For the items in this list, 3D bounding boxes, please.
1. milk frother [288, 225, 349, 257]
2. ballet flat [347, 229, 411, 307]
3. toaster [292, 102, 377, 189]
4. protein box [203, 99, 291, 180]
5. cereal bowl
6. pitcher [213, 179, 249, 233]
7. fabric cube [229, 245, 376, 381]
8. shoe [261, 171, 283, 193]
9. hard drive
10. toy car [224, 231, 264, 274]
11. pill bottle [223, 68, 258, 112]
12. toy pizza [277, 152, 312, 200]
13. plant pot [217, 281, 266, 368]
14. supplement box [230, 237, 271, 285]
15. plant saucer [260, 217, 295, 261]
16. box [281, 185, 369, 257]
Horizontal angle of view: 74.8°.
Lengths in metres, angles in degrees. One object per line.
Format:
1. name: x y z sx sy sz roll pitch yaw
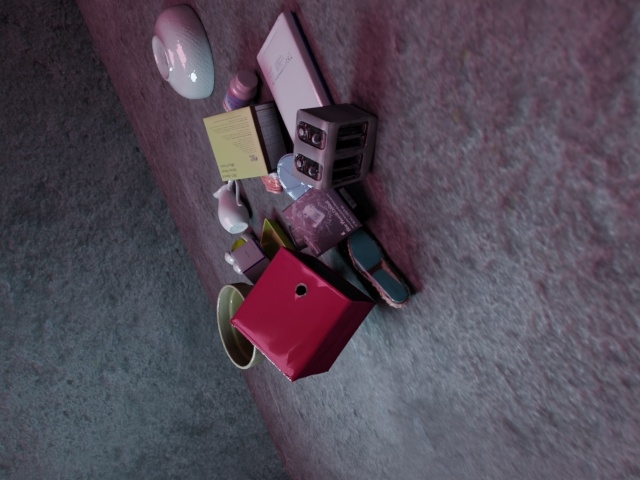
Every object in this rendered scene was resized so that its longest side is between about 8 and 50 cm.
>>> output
1. milk frother: 0.000 0.000 1.222 0.129 0.135 0.143 52 -164 -70
2. ballet flat: 0.147 0.081 1.109 0.240 0.091 0.077 58 174 21
3. toaster: 0.035 -0.220 0.975 0.110 0.186 0.167 38 134 37
4. protein box: -0.221 -0.307 1.303 0.200 0.136 0.200 -1 112 35
5. cereal bowl: -0.544 -0.708 1.604 0.339 0.141 0.338 39 142 41
6. pitcher: -0.370 -0.152 1.780 0.177 0.126 0.207 -47 58 44
7. fabric cube: -0.042 0.202 1.185 0.254 0.258 0.259 37 -175 24
8. shoe: -0.190 -0.223 1.456 0.178 0.064 0.081 31 131 40
9. hard drive: -0.063 -0.401 1.126 0.210 0.040 0.318 -21 93 62
10. toy car: -0.316 0.067 1.847 0.182 0.159 0.136 39 179 40
11. pill bottle: -0.255 -0.474 1.345 0.087 0.087 0.160 64 152 3
12. toy pizza: -0.039 -0.173 1.230 0.202 0.032 0.201 26 145 20
13. plant pot: -0.211 0.302 1.637 0.323 0.281 0.322 17 111 52
14. supplement box: -0.252 0.104 1.686 0.111 0.114 0.220 51 175 32
15. plant saucer: -0.159 0.026 1.619 0.188 0.045 0.188 54 150 21
16. box: 0.014 -0.067 1.095 0.158 0.093 0.156 -37 93 25
